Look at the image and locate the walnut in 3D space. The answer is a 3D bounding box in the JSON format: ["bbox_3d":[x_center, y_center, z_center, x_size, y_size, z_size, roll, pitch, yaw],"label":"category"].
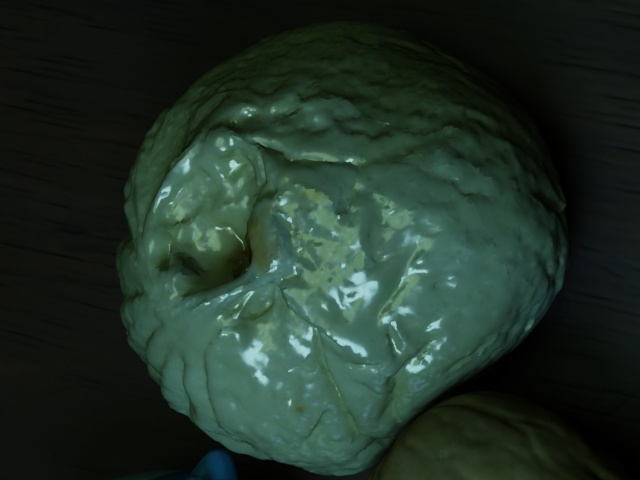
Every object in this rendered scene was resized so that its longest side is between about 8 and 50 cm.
[{"bbox_3d":[0.147,0.233,1.280,0.225,0.225,0.261,-44,82,18],"label":"walnut"}]

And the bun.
[{"bbox_3d":[0.000,0.000,1.342,0.352,0.227,0.349,13,88,29],"label":"bun"}]

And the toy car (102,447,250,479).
[{"bbox_3d":[-0.095,0.264,1.412,0.255,0.188,0.190,30,93,27],"label":"toy car"}]
